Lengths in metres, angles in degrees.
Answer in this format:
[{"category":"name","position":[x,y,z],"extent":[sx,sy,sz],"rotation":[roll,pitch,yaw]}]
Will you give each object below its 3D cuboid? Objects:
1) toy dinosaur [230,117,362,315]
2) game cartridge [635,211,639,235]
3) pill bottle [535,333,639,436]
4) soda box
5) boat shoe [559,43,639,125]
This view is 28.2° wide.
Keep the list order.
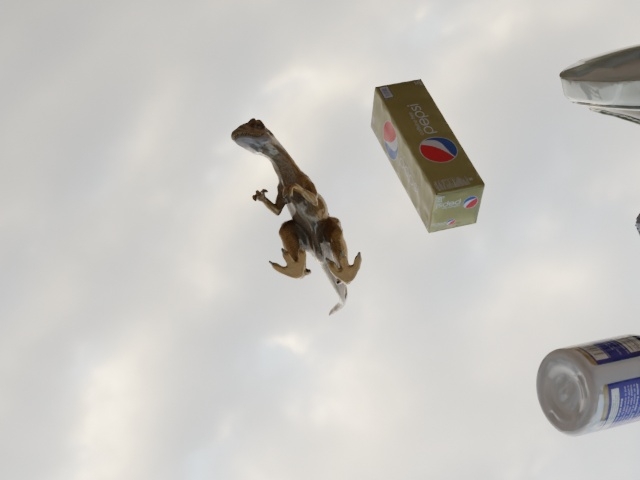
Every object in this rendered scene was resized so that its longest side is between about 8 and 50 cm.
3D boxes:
[{"category":"toy dinosaur","position":[0.000,0.000,0.966],"extent":[0.064,0.211,0.112],"rotation":[-20,-149,8]},{"category":"game cartridge","position":[0.449,-0.013,1.703],"extent":[0.017,0.083,0.056],"rotation":[2,-134,43]},{"category":"pill bottle","position":[0.376,0.177,1.605],"extent":[0.186,0.112,0.112],"rotation":[-7,-161,-31]},{"category":"soda box","position":[0.113,-0.094,1.382],"extent":[0.058,0.061,0.181],"rotation":[-11,-132,-15]},{"category":"boat shoe","position":[0.245,-0.081,0.794],"extent":[0.078,0.070,0.219],"rotation":[-32,-152,-34]}]
